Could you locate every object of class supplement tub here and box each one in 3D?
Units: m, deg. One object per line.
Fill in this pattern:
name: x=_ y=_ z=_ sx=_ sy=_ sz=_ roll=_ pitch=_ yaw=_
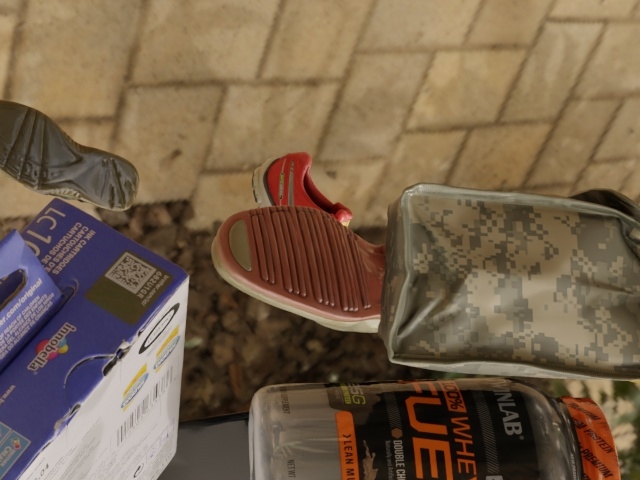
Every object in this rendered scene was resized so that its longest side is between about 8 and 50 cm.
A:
supplement tub: x=0.102 y=0.238 z=1.100 sx=0.338 sy=0.207 sz=0.207 roll=-1 pitch=135 yaw=-6

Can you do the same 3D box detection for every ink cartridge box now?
ink cartridge box: x=-0.246 y=0.156 z=0.975 sx=0.270 sy=0.151 sz=0.395 roll=-53 pitch=167 yaw=-35

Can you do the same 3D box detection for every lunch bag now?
lunch bag: x=0.200 y=0.037 z=0.990 sx=0.287 sy=0.169 sz=0.235 roll=5 pitch=180 yaw=2

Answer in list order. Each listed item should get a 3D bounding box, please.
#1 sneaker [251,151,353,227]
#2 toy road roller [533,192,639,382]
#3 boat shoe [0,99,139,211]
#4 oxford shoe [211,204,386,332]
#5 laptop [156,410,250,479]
sneaker: x=0.000 y=0.000 z=1.651 sx=0.118 sy=0.279 sz=0.107 roll=-25 pitch=-174 yaw=16
toy road roller: x=0.381 y=0.053 z=1.470 sx=0.240 sy=0.329 sz=0.202 roll=33 pitch=72 yaw=-39
boat shoe: x=-0.294 y=-0.084 z=1.202 sx=0.223 sy=0.073 sz=0.080 roll=24 pitch=73 yaw=-48
oxford shoe: x=0.001 y=0.060 z=1.422 sx=0.146 sy=0.140 sz=0.397 roll=-26 pitch=149 yaw=38
laptop: x=-0.204 y=0.386 z=1.607 sx=0.236 sy=0.408 sz=0.382 roll=-20 pitch=114 yaw=-42
